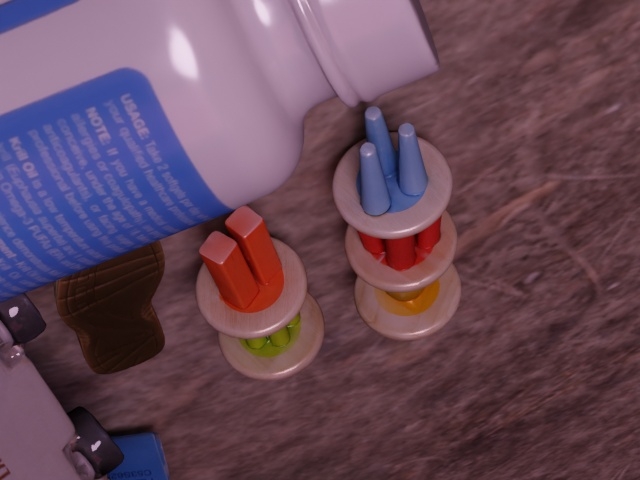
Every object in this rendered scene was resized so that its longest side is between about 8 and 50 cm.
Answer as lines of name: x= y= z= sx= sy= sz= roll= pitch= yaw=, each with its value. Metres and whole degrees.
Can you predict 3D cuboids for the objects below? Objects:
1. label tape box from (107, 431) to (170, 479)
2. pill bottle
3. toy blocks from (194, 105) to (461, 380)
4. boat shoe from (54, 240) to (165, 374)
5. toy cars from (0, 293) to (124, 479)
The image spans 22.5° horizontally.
label tape box: x=-0.206 y=0.281 z=0.902 sx=0.249 sy=0.115 sz=0.347 roll=-5 pitch=124 yaw=-15
pill bottle: x=-0.080 y=-0.054 z=0.515 sx=0.222 sy=0.124 sz=0.124 roll=-20 pitch=150 yaw=8
toy blocks: x=0.000 y=0.000 z=0.714 sx=0.123 sy=0.054 sz=0.148 roll=-16 pitch=150 yaw=-1
boat shoe: x=-0.096 y=0.013 z=0.695 sx=0.050 sy=0.045 sz=0.135 roll=-19 pitch=154 yaw=-16
toy cars: x=-0.244 y=0.063 z=0.662 sx=0.394 sy=0.087 sz=0.176 roll=11 pitch=108 yaw=-42
